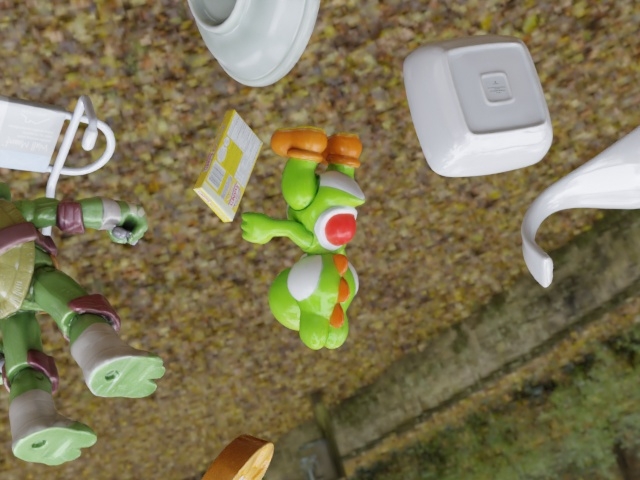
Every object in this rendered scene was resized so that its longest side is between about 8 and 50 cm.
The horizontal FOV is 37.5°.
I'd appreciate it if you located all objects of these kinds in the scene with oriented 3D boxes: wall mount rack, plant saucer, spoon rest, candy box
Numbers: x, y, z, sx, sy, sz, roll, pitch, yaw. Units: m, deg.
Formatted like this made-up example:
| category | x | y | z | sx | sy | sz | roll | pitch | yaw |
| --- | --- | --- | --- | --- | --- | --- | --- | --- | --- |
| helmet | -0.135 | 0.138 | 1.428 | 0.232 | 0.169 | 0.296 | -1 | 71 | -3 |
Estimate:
| category | x | y | z | sx | sy | sz | roll | pitch | yaw |
| --- | --- | --- | --- | --- | --- | --- | --- | --- | --- |
| wall mount rack | -0.465 | -0.084 | 1.330 | 0.350 | 0.130 | 0.304 | 7 | 128 | -32 |
| plant saucer | -0.147 | -0.470 | 1.651 | 0.101 | 0.400 | 0.400 | -9 | 159 | -35 |
| spoon rest | 0.338 | -0.059 | 1.115 | 0.276 | 0.084 | 0.137 | -35 | 143 | -15 |
| candy box | -0.178 | -0.148 | 1.846 | 0.027 | 0.205 | 0.105 | -7 | 139 | 32 |

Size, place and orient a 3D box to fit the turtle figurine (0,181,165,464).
| category | x | y | z | sx | sy | sz | roll | pitch | yaw |
| --- | --- | --- | --- | --- | --- | --- | --- | --- | --- |
| turtle figurine | -0.229 | 0.064 | 0.863 | 0.198 | 0.266 | 0.274 | -23 | 143 | -15 |

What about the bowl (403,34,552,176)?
| category | x | y | z | sx | sy | sz | roll | pitch | yaw |
| --- | --- | --- | --- | --- | --- | --- | --- | --- | --- |
| bowl | 0.160 | -0.140 | 0.926 | 0.142 | 0.142 | 0.053 | -9 | 168 | -19 |

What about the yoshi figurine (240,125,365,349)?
| category | x | y | z | sx | sy | sz | roll | pitch | yaw |
| --- | --- | --- | --- | --- | --- | --- | --- | --- | --- |
| yoshi figurine | -0.024 | 0.002 | 1.589 | 0.204 | 0.362 | 0.203 | 0 | 173 | 4 |

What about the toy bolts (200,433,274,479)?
| category | x | y | z | sx | sy | sz | roll | pitch | yaw |
| --- | --- | --- | --- | --- | --- | --- | --- | --- | --- |
| toy bolts | -0.063 | 0.321 | 0.874 | 0.228 | 0.158 | 0.218 | -47 | 160 | -34 |
